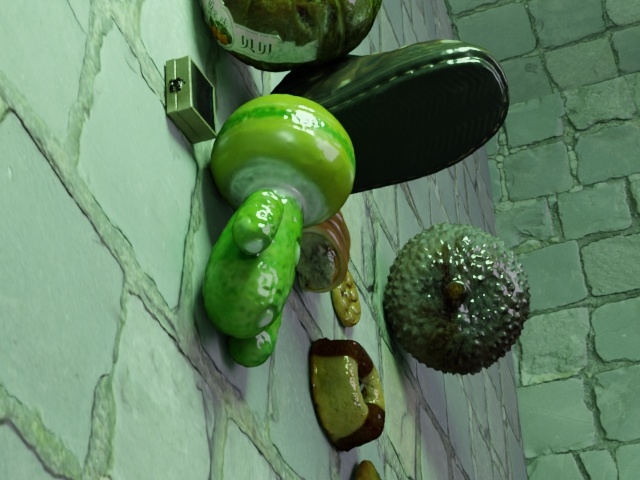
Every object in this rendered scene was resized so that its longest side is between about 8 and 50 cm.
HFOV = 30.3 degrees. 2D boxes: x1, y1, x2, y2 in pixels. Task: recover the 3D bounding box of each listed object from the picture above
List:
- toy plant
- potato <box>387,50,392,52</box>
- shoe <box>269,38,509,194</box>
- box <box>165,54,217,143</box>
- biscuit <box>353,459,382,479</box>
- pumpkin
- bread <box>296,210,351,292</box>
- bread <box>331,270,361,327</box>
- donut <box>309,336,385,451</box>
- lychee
[{"bbox_3d":[-0.062,-0.015,1.437,0.224,0.185,0.315,93,6,-54],"label":"toy plant"},{"bbox_3d":[0.173,-0.300,2.549,0.253,0.149,0.186,44,33,-62],"label":"potato"},{"bbox_3d":[0.080,-0.184,1.664,0.171,0.384,0.237,62,20,-22],"label":"shoe"},{"bbox_3d":[-0.159,-0.174,1.453,0.083,0.035,0.079,51,29,-59],"label":"box"},{"bbox_3d":[0.066,0.422,1.773,0.118,0.029,0.247,66,17,-12],"label":"biscuit"},{"bbox_3d":[-0.040,-0.358,1.625,0.189,0.260,0.260,105,-13,-52],"label":"pumpkin"},{"bbox_3d":[0.000,0.000,1.798,0.177,0.084,0.119,-81,154,-63],"label":"bread"},{"bbox_3d":[0.042,0.091,1.972,0.110,0.024,0.110,-15,90,-75],"label":"bread"},{"bbox_3d":[0.044,0.229,1.777,0.166,0.073,0.184,-79,150,-51],"label":"donut"},{"bbox_3d":[0.265,0.108,2.274,0.300,0.300,0.300,-13,90,-75],"label":"lychee"}]
